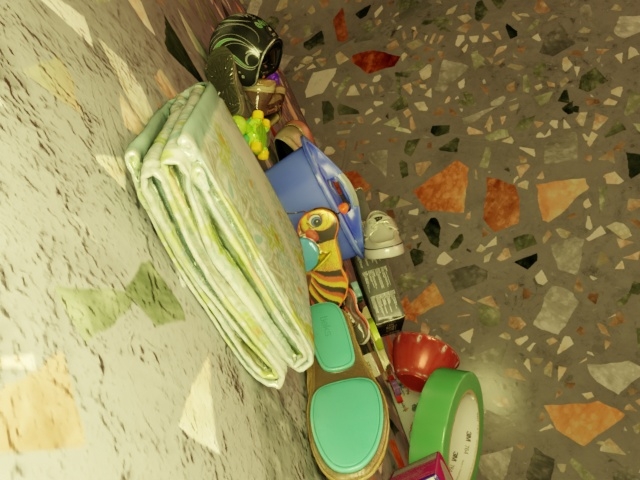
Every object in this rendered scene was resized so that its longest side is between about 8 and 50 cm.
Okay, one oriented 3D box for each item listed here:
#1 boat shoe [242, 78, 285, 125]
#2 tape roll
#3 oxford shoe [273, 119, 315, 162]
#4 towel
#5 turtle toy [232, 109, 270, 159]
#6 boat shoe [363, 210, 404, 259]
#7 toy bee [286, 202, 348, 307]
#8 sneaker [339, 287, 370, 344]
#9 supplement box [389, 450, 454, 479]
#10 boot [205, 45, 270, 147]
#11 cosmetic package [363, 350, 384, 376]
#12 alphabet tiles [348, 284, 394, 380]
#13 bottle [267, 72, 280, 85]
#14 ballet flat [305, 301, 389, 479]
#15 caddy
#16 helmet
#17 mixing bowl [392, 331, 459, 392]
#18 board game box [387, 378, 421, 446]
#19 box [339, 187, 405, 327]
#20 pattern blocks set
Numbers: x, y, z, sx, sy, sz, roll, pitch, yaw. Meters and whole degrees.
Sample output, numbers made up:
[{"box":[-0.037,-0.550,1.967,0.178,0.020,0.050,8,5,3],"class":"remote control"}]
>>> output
[{"box":[-0.163,-0.383,1.531,0.342,0.123,0.123,-103,-165,-80],"class":"boat shoe"},{"box":[0.302,0.464,1.259,0.321,0.077,0.322,-3,94,-58],"class":"tape roll"},{"box":[-0.057,-0.172,1.596,0.130,0.122,0.349,-48,122,-48],"class":"oxford shoe"},{"box":[-0.116,-0.031,0.719,0.375,0.090,0.321,-100,166,-64],"class":"towel"},{"box":[-0.154,-0.232,1.166,0.130,0.066,0.095,40,51,-73],"class":"turtle toy"},{"box":[0.150,-0.021,1.324,0.267,0.096,0.088,-65,144,-75],"class":"boat shoe"},{"box":[0.000,0.000,1.100,0.298,0.162,0.195,60,10,-27],"class":"toy bee"},{"box":[0.072,0.197,1.389,0.064,0.061,0.158,7,51,-48],"class":"sneaker"},{"box":[0.194,0.480,0.991,0.111,0.113,0.220,65,9,16],"class":"supplement box"},{"box":[-0.184,-0.329,1.268,0.208,0.075,0.190,15,63,-71],"class":"boot"},{"box":[0.126,0.312,1.347,0.060,0.041,0.115,65,7,11],"class":"cosmetic package"},{"box":[0.159,0.297,1.739,0.343,0.011,0.285,67,8,25],"class":"alphabet tiles"},{"box":[-0.208,-0.565,1.719,0.283,0.118,0.092,60,-1,-33],"class":"bottle"},{"box":[0.029,0.236,0.805,0.342,0.116,0.124,-111,-169,-58],"class":"ballet flat"},{"box":[0.003,-0.092,1.348,0.342,0.179,0.241,63,9,-10],"class":"caddy"},{"box":[-0.189,-0.464,1.308,0.161,0.170,0.169,29,4,8],"class":"helmet"},{"box":[0.259,0.329,1.396,0.182,0.181,0.098,58,46,-34],"class":"mixing bowl"},{"box":[0.313,0.569,1.559,0.224,0.097,0.304,56,10,-42],"class":"board game box"},{"box":[0.148,0.080,1.632,0.318,0.097,0.395,65,8,-72],"class":"box"},{"box":[0.154,0.282,1.507,0.285,0.026,0.325,69,0,-62],"class":"pattern blocks set"}]
